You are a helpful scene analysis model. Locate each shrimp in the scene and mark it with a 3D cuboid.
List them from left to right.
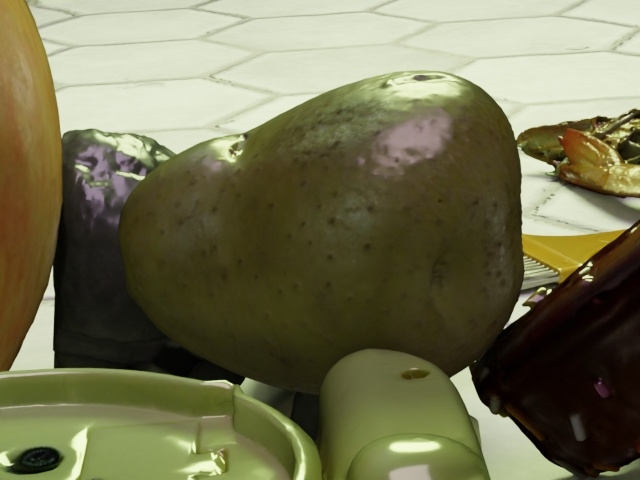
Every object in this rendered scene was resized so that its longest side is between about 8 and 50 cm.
[{"bbox_3d":[0.254,-0.059,1.329,0.267,0.061,0.145,15,32,42],"label":"shrimp"}]

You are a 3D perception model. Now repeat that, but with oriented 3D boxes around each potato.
[{"bbox_3d":[0.000,0.000,0.808,0.194,0.157,0.157,-5,16,12],"label":"potato"}]

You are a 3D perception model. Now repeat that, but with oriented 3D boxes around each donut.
[{"bbox_3d":[0.187,0.026,0.859,0.216,0.096,0.230,-40,-9,16],"label":"donut"}]

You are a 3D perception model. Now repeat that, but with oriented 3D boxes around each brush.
[{"bbox_3d":[0.214,0.001,1.205,0.272,0.013,0.103,-8,18,-20],"label":"brush"}]

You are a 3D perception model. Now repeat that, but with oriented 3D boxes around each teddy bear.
[{"bbox_3d":[-0.040,0.037,0.947,0.251,0.144,0.171,12,52,-1],"label":"teddy bear"}]

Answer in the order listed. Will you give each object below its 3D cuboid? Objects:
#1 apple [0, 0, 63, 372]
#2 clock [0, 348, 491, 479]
[{"bbox_3d":[-0.323,-0.037,0.860,0.392,0.346,0.391,0,8,0],"label":"apple"},{"bbox_3d":[-0.107,0.135,0.621,0.349,0.117,0.286,-4,16,-2],"label":"clock"}]
